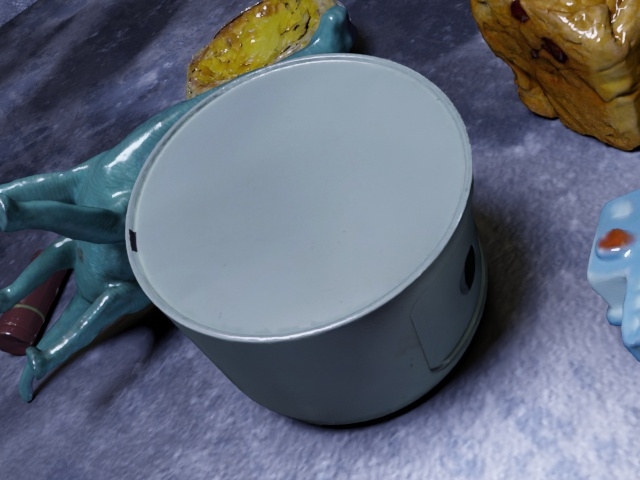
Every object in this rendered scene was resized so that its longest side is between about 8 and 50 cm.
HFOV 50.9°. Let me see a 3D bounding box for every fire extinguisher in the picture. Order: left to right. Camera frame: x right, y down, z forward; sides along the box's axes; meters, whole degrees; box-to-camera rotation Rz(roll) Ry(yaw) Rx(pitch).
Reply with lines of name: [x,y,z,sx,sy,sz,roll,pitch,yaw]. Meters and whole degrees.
fire extinguisher: [-0.333,0.060,0.783,0.078,0.045,0.157,-35,33,35]

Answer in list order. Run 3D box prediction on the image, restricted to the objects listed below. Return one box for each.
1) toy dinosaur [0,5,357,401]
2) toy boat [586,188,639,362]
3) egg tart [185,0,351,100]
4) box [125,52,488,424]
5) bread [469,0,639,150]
toy dinosaur: [-0.132,-0.019,0.621,0.330,0.383,0.129,-25,63,-32]
toy boat: [0.254,-0.049,0.413,0.133,0.145,0.332,-22,36,53]
egg tart: [-0.064,-0.223,0.850,0.234,0.094,0.234,-19,43,19]
box: [0.000,0.000,0.479,0.226,0.149,0.226,-9,55,13]
bread: [0.237,-0.183,0.559,0.158,0.143,0.149,-46,40,-9]
